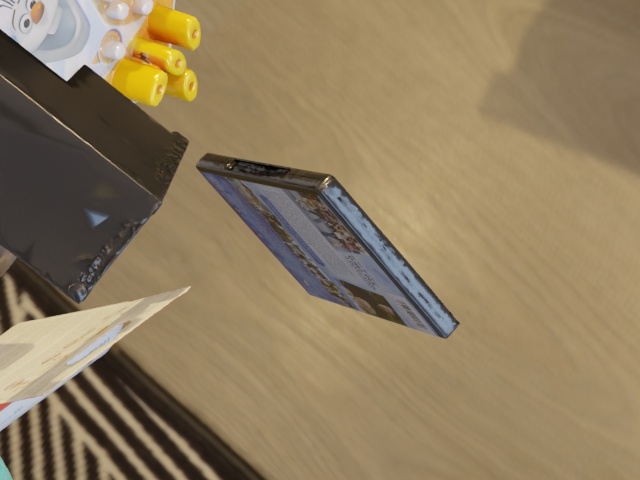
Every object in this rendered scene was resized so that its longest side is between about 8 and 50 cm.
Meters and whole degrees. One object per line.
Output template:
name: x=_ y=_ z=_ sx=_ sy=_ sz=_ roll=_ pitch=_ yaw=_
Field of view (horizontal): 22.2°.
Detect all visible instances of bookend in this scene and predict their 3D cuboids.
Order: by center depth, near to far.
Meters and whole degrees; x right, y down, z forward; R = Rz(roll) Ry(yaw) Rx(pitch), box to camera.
bookend: x=-0.159 y=-0.060 z=0.884 sx=0.157 sy=0.156 sz=0.072 roll=39 pitch=102 yaw=-9

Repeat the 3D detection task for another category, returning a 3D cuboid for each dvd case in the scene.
dvd case: x=0.000 y=0.000 z=1.425 sx=0.022 sy=0.180 sz=0.253 roll=-47 pitch=25 yaw=-14

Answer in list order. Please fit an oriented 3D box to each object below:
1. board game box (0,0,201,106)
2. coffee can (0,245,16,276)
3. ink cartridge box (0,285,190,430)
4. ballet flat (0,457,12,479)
board game box: x=-0.181 y=-0.242 z=1.044 sx=0.050 sy=0.390 sz=0.390 roll=19 pitch=113 yaw=25
coffee can: x=-0.394 y=-0.091 z=1.417 sx=0.201 sy=0.275 sz=0.201 roll=-9 pitch=40 yaw=8
ink cartridge box: x=-0.230 y=0.117 z=1.336 sx=0.232 sy=0.066 sz=0.189 roll=-8 pitch=20 yaw=40
ballet flat: x=-0.263 y=0.209 z=1.176 sx=0.083 sy=0.247 sz=0.087 roll=5 pitch=65 yaw=-6
